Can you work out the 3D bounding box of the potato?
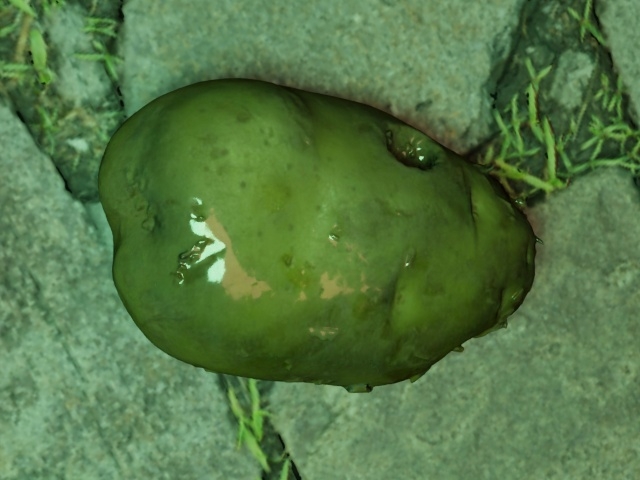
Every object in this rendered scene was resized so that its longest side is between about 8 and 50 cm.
[{"bbox_3d":[0.000,0.000,0.921,0.296,0.141,0.192,8,80,-15],"label":"potato"}]
